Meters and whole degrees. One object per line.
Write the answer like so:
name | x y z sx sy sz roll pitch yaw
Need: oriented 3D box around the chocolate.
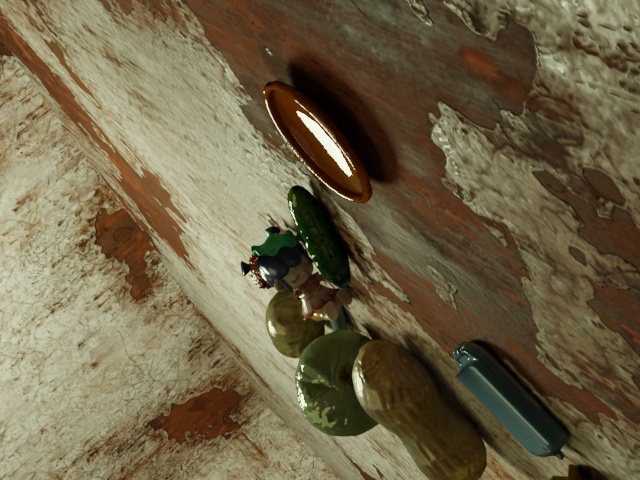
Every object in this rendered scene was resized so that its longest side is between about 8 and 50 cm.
chocolate | 0.164 0.296 1.766 0.309 0.134 0.134 51 167 -10

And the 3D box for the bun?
bun | 0.044 0.261 1.899 0.195 0.195 0.118 48 173 3

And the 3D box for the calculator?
calculator | 0.261 0.225 1.444 0.210 0.039 0.121 46 168 9

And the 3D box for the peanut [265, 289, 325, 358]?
peanut | -0.046 0.169 2.116 0.122 0.137 0.253 2 158 4

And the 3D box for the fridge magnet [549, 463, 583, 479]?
fridge magnet | 0.342 0.383 1.446 0.063 0.143 0.143 0 148 14

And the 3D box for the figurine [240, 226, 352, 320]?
figurine | -0.046 0.067 1.841 0.195 0.111 0.102 51 146 -6

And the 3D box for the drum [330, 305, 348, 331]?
drum | 0.060 0.216 2.042 0.130 0.049 0.253 33 153 13

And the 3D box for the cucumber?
cucumber | 0.000 0.000 1.620 0.056 0.056 0.250 35 158 46

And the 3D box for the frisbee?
frisbee | 0.003 -0.127 1.291 0.192 0.035 0.192 46 168 13

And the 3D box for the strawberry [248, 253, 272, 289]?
strawberry | -0.106 0.051 2.062 0.083 0.083 0.096 40 155 35
